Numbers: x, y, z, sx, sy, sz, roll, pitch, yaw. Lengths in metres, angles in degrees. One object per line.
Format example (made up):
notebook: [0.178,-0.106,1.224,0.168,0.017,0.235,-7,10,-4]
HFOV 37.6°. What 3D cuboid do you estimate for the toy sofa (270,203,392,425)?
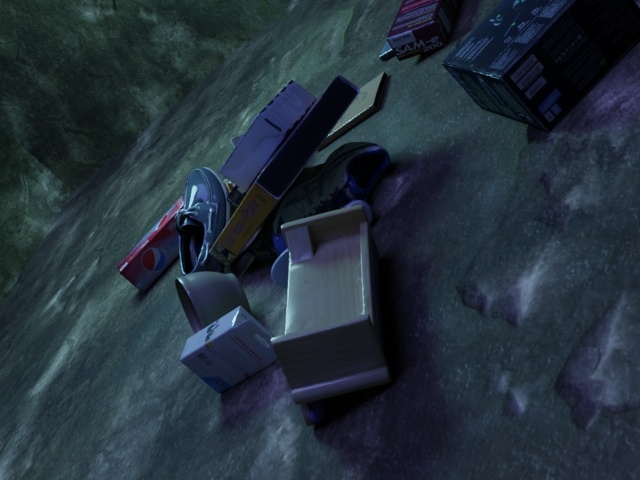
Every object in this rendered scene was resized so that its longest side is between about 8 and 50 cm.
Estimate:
toy sofa: [0.026,0.110,1.476,0.150,0.177,0.362,-15,28,9]

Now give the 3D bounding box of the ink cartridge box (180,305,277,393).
ink cartridge box: [-0.149,0.188,1.673,0.181,0.104,0.061,-32,26,30]

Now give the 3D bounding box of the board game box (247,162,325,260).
board game box: [-0.042,-0.066,2.019,0.165,0.042,0.243,-11,40,56]

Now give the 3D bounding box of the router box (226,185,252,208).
router box: [-0.157,-0.140,2.132,0.122,0.038,0.092,-54,3,-29]

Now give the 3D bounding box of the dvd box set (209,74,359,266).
dvd box set: [-0.084,-0.133,1.944,0.307,0.062,0.420,-55,4,-25]

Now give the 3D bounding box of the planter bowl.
planter bowl: [-0.204,0.127,1.849,0.109,0.162,0.162,-24,15,-18]

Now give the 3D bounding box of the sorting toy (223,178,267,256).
sorting toy: [-0.230,-0.039,2.194,0.208,0.038,0.193,-35,59,21]

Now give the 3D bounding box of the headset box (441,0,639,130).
headset box: [0.371,-0.335,1.609,0.246,0.131,0.283,-46,21,1]

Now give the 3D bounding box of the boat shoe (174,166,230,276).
boat shoe: [-0.276,-0.039,2.139,0.116,0.099,0.319,-27,58,33]

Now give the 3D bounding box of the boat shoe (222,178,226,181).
boat shoe: [-0.182,-0.103,2.277,0.324,0.123,0.119,-33,57,23]

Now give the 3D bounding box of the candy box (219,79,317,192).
candy box: [-0.103,-0.212,1.879,0.165,0.070,0.196,-51,4,35]

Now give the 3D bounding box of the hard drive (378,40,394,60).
hard drive: [0.213,-0.512,2.371,0.135,0.022,0.094,-24,31,45]

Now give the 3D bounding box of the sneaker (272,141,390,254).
sneaker: [0.020,-0.087,1.846,0.296,0.112,0.131,-53,23,-15]

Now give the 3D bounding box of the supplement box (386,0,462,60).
supplement box: [0.253,-0.536,2.241,0.130,0.073,0.239,-13,36,33]

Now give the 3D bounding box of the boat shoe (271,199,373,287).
boat shoe: [0.000,0.000,1.778,0.228,0.080,0.076,-43,15,5]

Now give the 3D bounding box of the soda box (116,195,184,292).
soda box: [-0.423,0.010,2.522,0.263,0.092,0.083,-47,20,-3]

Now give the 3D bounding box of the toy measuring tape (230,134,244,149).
toy measuring tape: [-0.145,-0.244,2.337,0.121,0.121,0.330,-31,-3,34]

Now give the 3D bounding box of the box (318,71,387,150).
box: [0.073,-0.315,2.282,0.201,0.021,0.164,-32,25,33]
